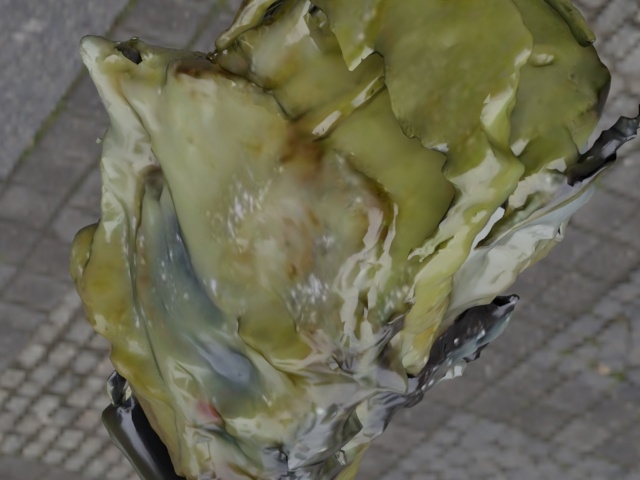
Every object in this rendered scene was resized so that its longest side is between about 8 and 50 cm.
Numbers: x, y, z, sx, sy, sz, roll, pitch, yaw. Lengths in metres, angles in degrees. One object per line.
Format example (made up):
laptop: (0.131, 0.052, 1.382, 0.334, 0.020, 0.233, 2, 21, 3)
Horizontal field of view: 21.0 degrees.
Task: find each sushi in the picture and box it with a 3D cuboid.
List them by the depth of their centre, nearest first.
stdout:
sushi: (-0.006, 0.002, 0.559, 0.131, 0.139, 0.291, -27, 160, -27)
